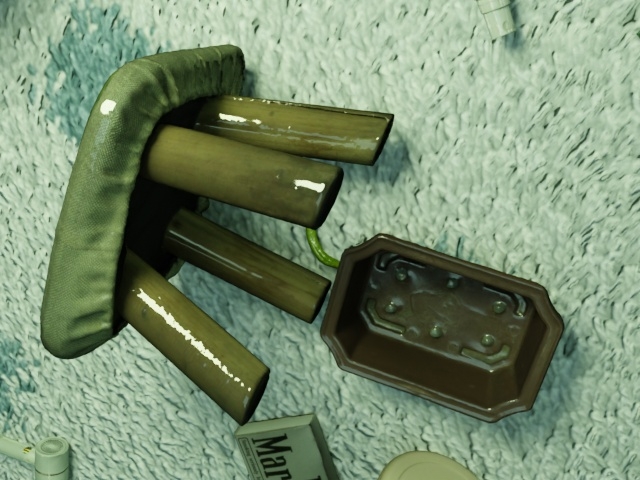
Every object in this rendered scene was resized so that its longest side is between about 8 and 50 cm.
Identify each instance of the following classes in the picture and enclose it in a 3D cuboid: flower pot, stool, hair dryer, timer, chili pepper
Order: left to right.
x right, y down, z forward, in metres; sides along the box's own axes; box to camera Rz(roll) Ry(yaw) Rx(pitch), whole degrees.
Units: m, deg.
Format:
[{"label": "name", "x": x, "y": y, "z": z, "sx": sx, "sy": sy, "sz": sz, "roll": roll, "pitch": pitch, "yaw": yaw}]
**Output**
[{"label": "hair dryer", "x": -0.432, "y": 0.320, "z": 1.185, "sx": 0.137, "sy": 0.047, "sz": 0.082, "roll": 16, "pitch": 114, "yaw": 16}, {"label": "stool", "x": -0.097, "y": -0.015, "z": 0.819, "sx": 0.226, "sy": 0.310, "sz": 0.310, "roll": 25, "pitch": 115, "yaw": 8}, {"label": "chili pepper", "x": 0.000, "y": 0.000, "z": 0.960, "sx": 0.030, "sy": 0.017, "sz": 0.083, "roll": -14, "pitch": 106, "yaw": 22}, {"label": "timer", "x": 0.092, "y": 0.410, "z": 1.024, "sx": 0.175, "sy": 0.175, "sz": 0.266, "roll": 33, "pitch": 126, "yaw": 2}, {"label": "flower pot", "x": 0.138, "y": 0.087, "z": 0.919, "sx": 0.251, "sy": 0.084, "sz": 0.178, "roll": 19, "pitch": 114, "yaw": 10}]

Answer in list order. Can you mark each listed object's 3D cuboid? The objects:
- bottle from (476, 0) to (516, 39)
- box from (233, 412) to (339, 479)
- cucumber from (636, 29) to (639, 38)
[{"label": "bottle", "x": 0.146, "y": -0.304, "z": 0.788, "sx": 0.060, "sy": 0.060, "sz": 0.217, "roll": -15, "pitch": 105, "yaw": 20}, {"label": "box", "x": -0.035, "y": 0.319, "z": 1.077, "sx": 0.115, "sy": 0.036, "sz": 0.177, "roll": -14, "pitch": 105, "yaw": 19}, {"label": "cucumber", "x": 0.362, "y": -0.160, "z": 0.795, "sx": 0.032, "sy": 0.032, "sz": 0.133, "roll": -36, "pitch": 98, "yaw": 24}]
